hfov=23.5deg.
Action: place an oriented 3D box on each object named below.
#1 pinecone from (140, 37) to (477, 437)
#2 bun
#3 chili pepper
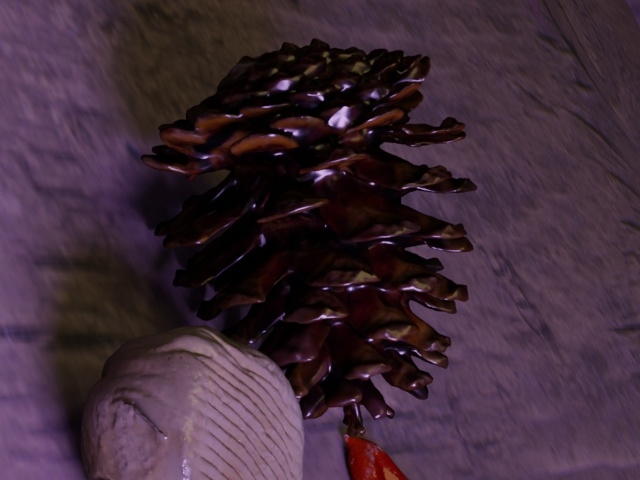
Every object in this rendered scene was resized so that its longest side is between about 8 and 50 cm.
[{"bbox_3d":[0.003,-0.001,1.132,0.246,0.246,0.292,-19,99,-63],"label":"pinecone"},{"bbox_3d":[-0.087,0.133,0.954,0.166,0.113,0.173,-49,129,-57],"label":"bun"},{"bbox_3d":[0.074,0.228,1.200,0.059,0.050,0.191,-20,72,-46],"label":"chili pepper"}]
